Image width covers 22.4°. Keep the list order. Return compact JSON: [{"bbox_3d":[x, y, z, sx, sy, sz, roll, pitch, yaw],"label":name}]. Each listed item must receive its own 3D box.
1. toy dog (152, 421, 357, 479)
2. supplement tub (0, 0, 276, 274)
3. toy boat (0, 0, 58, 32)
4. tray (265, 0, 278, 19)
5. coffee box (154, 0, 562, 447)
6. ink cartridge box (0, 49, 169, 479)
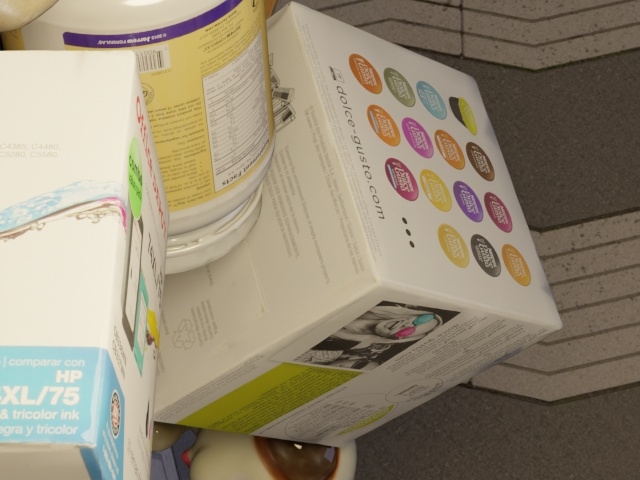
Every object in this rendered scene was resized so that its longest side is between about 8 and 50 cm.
[{"bbox_3d":[-0.069,0.185,2.075,0.284,0.395,0.408,106,-18,-53],"label":"toy dog"},{"bbox_3d":[-0.164,-0.154,1.479,0.241,0.241,0.331,-87,176,-46],"label":"supplement tub"},{"bbox_3d":[-0.196,-0.293,1.206,0.318,0.148,0.267,-13,123,-50],"label":"toy boat"},{"bbox_3d":[-0.155,-0.332,2.050,0.411,0.076,0.203,32,76,-74],"label":"tray"},{"bbox_3d":[0.000,0.000,1.775,0.334,0.338,0.337,15,50,-47],"label":"coffee box"},{"bbox_3d":[-0.207,0.045,0.995,0.198,0.197,0.270,86,4,-58],"label":"ink cartridge box"}]
